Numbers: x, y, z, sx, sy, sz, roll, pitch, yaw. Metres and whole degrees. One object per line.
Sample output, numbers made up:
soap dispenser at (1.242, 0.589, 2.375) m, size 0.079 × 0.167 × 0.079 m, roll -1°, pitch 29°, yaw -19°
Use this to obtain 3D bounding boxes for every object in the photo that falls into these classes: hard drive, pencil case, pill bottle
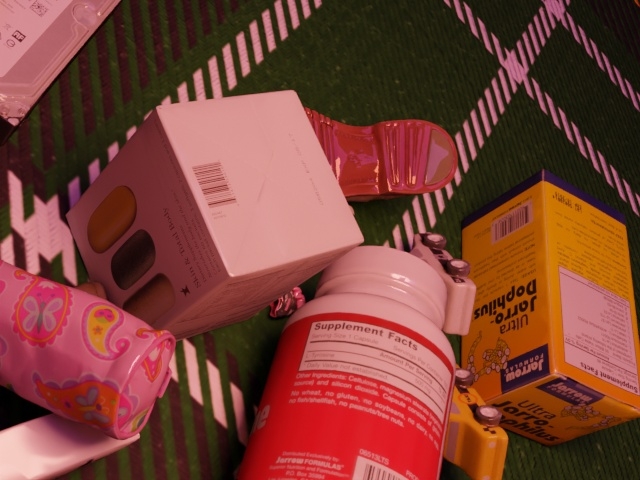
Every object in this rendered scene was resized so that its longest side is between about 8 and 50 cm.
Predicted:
hard drive at (-0.403, -0.308, 1.156) m, size 0.237 × 0.064 × 0.339 m, roll 38°, pitch 47°, yaw -16°
pencil case at (-0.288, 0.092, 0.911) m, size 0.284 × 0.124 × 0.124 m, roll 21°, pitch 47°, yaw 12°
pill bottle at (0.039, 0.214, 1.099) m, size 0.229 × 0.229 × 0.408 m, roll 33°, pitch 49°, yaw -20°

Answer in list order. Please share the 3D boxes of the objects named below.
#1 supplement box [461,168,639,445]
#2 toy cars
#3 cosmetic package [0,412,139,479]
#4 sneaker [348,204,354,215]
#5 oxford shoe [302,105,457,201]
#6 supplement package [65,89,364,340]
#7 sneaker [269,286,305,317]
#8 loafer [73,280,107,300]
supplement box at (0.354, 0.107, 1.434) m, size 0.194 × 0.195 × 0.357 m, roll 25°, pitch 52°, yaw -26°
toy cars at (0.166, 0.155, 1.290) m, size 0.087 × 0.176 × 0.394 m, roll -2°, pitch 66°, yaw -15°
cosmetic package at (-0.309, 0.222, 0.910) m, size 0.239 × 0.099 × 0.061 m, roll -15°, pitch 76°, yaw -42°
sneaker at (-0.001, 0.000, 1.307) m, size 0.152 × 0.058 × 0.085 m, roll -13°, pitch 77°, yaw -45°
oxford shoe at (-0.008, -0.107, 1.326) m, size 0.396 × 0.146 × 0.141 m, roll 5°, pitch 81°, yaw -18°
supplement package at (-0.131, -0.016, 1.068) m, size 0.198 × 0.262 × 0.199 m, roll -15°, pitch 76°, yaw -42°
sneaker at (-0.067, 0.052, 1.239) m, size 0.057 × 0.047 × 0.119 m, roll -20°, pitch 78°, yaw -32°
loafer at (-0.263, 0.116, 1.039) m, size 0.050 × 0.056 × 0.148 m, roll 1°, pitch 56°, yaw -37°
